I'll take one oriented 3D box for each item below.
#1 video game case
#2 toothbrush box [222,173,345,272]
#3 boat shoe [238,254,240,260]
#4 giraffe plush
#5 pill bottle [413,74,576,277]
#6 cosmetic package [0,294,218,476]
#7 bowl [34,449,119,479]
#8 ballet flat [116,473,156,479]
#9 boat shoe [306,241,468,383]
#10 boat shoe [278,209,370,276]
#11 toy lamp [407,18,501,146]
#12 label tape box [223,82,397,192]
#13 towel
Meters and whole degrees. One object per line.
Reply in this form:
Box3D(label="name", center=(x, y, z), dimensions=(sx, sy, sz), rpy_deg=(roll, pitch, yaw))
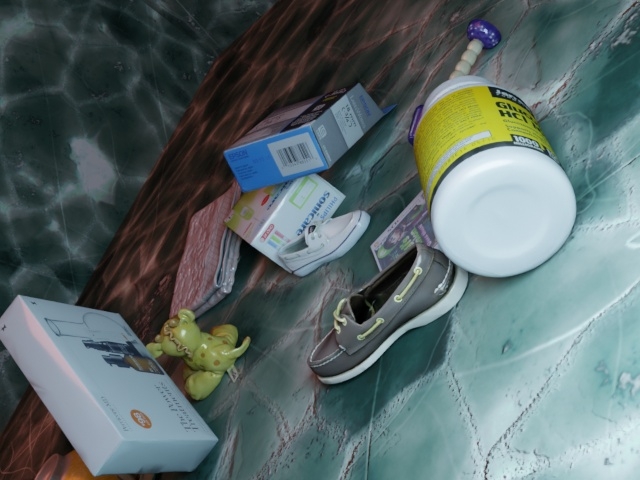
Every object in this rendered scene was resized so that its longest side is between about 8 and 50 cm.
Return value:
Box3D(label="video game case", center=(0.162, -0.006, 1.475), dimensions=(0.173, 0.022, 0.190), rpy_deg=(-49, 22, 15))
Box3D(label="toothbrush box", center=(-0.089, -0.068, 1.962), dimensions=(0.206, 0.122, 0.283), rpy_deg=(-54, 22, -1))
Box3D(label="boat shoe", center=(-0.243, 0.043, 2.225), dimensions=(0.049, 0.043, 0.137), rpy_deg=(-55, 22, -7))
Box3D(label="giraffe plush", center=(-0.271, 0.223, 1.831), dimensions=(0.181, 0.170, 0.210), rpy_deg=(-60, 22, -14))
Box3D(label="pill bottle", center=(0.234, -0.111, 1.251), dimensions=(0.188, 0.188, 0.334), rpy_deg=(-45, 23, 23))
Box3D(label="cosmetic package", center=(-0.401, 0.272, 1.638), dimensions=(0.377, 0.284, 0.097), rpy_deg=(44, 102, 28))
Box3D(label="bowl", center=(-0.550, 0.559, 1.933), dimensions=(0.289, 0.156, 0.289), rpy_deg=(-45, 23, 25))
Box3D(label="ballet flat", center=(-0.383, 0.500, 1.773), dimensions=(0.086, 0.086, 0.248), rpy_deg=(-45, 23, 23))
Box3D(label="boat shoe", center=(0.081, 0.115, 1.356), dimensions=(0.324, 0.097, 0.116), rpy_deg=(-39, 26, 34))
Box3D(label="boat shoe", center=(0.000, 0.000, 1.731), dimensions=(0.226, 0.076, 0.083), rpy_deg=(-39, 26, 35))
Box3D(label="toy lamp", center=(0.251, -0.290, 1.650), dimensions=(0.274, 0.080, 0.080), rpy_deg=(-57, 21, -14))
Box3D(label="label tape box", center=(-0.017, -0.243, 1.866), dimensions=(0.241, 0.106, 0.333), rpy_deg=(-12, 23, 37))
Box3D(label="towel", center=(-0.285, 0.032, 2.206), dimensions=(0.317, 0.053, 0.331), rpy_deg=(-35, 39, 51))
